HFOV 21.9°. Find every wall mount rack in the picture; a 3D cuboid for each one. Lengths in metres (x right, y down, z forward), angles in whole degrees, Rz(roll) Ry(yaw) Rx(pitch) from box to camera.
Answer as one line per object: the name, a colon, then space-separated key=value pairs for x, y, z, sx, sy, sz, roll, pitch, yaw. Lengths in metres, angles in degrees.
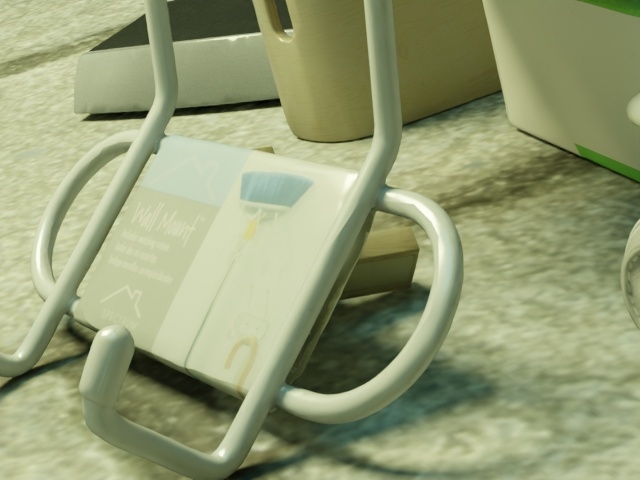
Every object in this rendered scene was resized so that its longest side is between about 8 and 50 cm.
wall mount rack: x=-0.065 y=-0.058 z=0.793 sx=0.350 sy=0.130 sz=0.304 roll=15 pitch=77 yaw=52

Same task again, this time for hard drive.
hard drive: x=-0.057 y=-0.156 z=1.296 sx=0.254 sy=0.054 sz=0.172 roll=-2 pitch=25 yaw=27

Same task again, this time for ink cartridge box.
ink cartridge box: x=0.263 y=-0.142 z=0.979 sx=0.272 sy=0.115 sz=0.198 roll=-22 pitch=23 yaw=-15

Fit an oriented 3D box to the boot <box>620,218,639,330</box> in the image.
boot: x=0.165 y=0.049 z=0.593 sx=0.123 sy=0.095 sz=0.258 roll=-17 pitch=22 yaw=-26

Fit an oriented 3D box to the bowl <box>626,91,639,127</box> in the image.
bowl: x=0.290 y=-0.106 z=0.726 sx=0.297 sy=0.134 sz=0.298 roll=4 pitch=11 yaw=-1

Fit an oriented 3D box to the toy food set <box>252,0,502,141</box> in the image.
toy food set: x=0.094 y=-0.216 z=1.126 sx=0.306 sy=0.220 sz=0.092 roll=-21 pitch=23 yaw=-14

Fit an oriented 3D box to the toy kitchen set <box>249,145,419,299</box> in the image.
toy kitchen set: x=0.000 y=0.000 z=0.876 sx=0.075 sy=0.068 sz=0.083 roll=-9 pitch=53 yaw=-14
